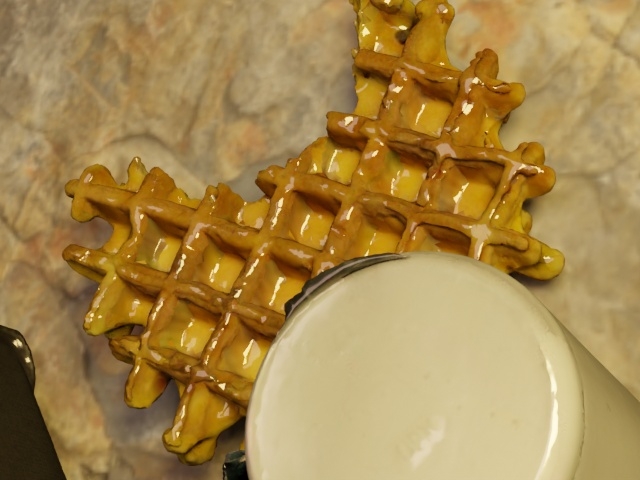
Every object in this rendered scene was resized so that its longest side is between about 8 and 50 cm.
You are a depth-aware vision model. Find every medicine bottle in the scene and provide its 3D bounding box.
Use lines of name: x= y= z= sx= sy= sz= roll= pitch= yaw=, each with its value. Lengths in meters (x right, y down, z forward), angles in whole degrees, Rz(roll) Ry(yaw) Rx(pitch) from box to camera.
medicine bottle: x=0.082 y=0.109 z=0.693 sx=0.143 sy=0.258 sz=0.143 roll=-9 pitch=67 yaw=23

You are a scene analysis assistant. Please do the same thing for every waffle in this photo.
waffle: x=0.000 y=0.000 z=0.897 sx=0.293 sy=0.069 sz=0.259 roll=-33 pitch=61 yaw=9

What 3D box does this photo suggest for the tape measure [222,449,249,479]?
tape measure: x=-0.009 y=0.144 z=0.824 sx=0.094 sy=0.091 sz=0.054 roll=3 pitch=64 yaw=-7

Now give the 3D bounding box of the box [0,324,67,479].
box: x=-0.341 y=0.193 z=0.871 sx=0.345 sy=0.251 sz=0.204 roll=-33 pitch=62 yaw=12
